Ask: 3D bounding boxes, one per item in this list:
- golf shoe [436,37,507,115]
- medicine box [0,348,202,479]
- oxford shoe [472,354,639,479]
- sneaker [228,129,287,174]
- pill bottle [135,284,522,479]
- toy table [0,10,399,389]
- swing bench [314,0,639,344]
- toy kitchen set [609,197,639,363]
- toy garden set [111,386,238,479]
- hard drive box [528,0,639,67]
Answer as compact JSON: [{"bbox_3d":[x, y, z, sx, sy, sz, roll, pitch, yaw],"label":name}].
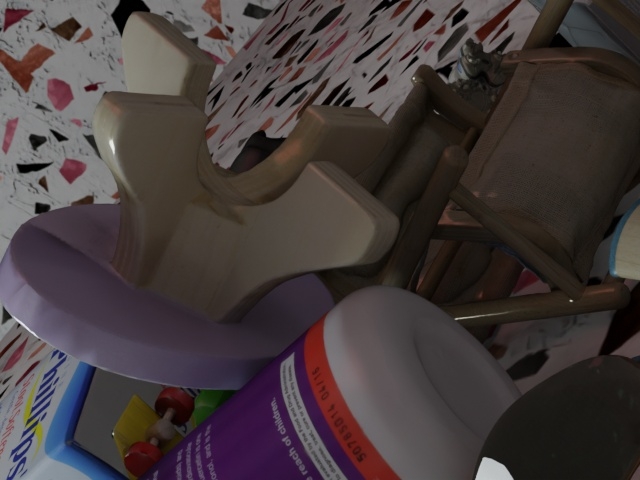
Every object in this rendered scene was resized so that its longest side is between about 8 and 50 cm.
[{"bbox_3d":[0.146,-0.127,1.699,0.086,0.069,0.176,-62,1,35],"label":"golf shoe"},{"bbox_3d":[-0.242,0.234,1.594,0.289,0.149,0.263,-44,18,24],"label":"medicine box"},{"bbox_3d":[0.128,0.135,0.907,0.076,0.076,0.212,59,136,32],"label":"oxford shoe"},{"bbox_3d":[0.000,0.000,1.409,0.130,0.109,0.286,-69,-26,-9],"label":"sneaker"},{"bbox_3d":[-0.022,0.187,1.068,0.323,0.181,0.181,-41,15,20],"label":"pill bottle"},{"bbox_3d":[-0.069,-0.019,1.106,0.274,0.252,0.161,-15,-42,-59],"label":"toy table"},{"bbox_3d":[0.140,-0.049,1.285,0.254,0.165,0.253,-36,18,55],"label":"swing bench"},{"bbox_3d":[0.256,0.038,0.911,0.207,0.166,0.122,-13,7,-16],"label":"toy kitchen set"},{"bbox_3d":[-0.091,0.160,1.271,0.049,0.244,0.204,5,38,17],"label":"toy garden set"},{"bbox_3d":[0.312,-0.269,1.507,0.232,0.089,0.181,-47,15,0],"label":"hard drive box"}]
